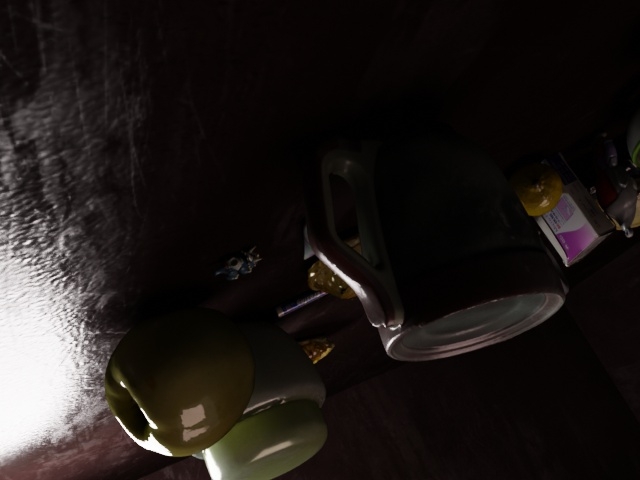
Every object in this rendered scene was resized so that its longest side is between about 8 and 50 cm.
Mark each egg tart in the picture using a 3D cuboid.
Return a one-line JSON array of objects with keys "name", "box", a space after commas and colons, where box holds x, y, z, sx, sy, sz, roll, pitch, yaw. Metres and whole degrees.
[{"name": "egg tart", "box": [0.073, 0.051, 1.315, 0.213, 0.090, 0.212, -28, 164, -9]}]

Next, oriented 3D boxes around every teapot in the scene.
[{"name": "teapot", "box": [0.122, -0.019, 0.887, 0.315, 0.312, 0.233, 0, 150, -30]}]

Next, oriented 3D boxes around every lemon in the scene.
[{"name": "lemon", "box": [0.431, -0.104, 1.354, 0.109, 0.109, 0.133, -32, 165, 14]}]

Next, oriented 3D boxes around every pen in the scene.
[{"name": "pen", "box": [-0.006, 0.115, 1.469, 0.204, 0.025, 0.025, -26, 161, -4]}]

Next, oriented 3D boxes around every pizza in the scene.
[{"name": "pizza", "box": [-0.122, 0.363, 1.876, 0.268, 0.087, 0.258, -7, 155, -50]}]

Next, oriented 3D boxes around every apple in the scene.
[{"name": "apple", "box": [-0.237, 0.241, 1.165, 0.263, 0.262, 0.262, -24, 160, -9]}]

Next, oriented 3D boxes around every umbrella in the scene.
[{"name": "umbrella", "box": [0.651, -0.157, 1.515, 0.273, 0.122, 0.110, -27, 118, 10]}]

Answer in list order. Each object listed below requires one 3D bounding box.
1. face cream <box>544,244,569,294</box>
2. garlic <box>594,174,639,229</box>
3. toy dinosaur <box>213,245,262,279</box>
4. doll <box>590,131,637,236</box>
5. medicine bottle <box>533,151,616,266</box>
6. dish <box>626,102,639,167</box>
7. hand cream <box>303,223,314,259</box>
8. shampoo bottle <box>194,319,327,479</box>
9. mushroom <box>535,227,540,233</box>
[{"name": "face cream", "box": [0.518, 0.154, 1.951, 0.357, 0.219, 0.312, -31, 167, 21]}, {"name": "garlic", "box": [0.737, -0.088, 1.583, 0.196, 0.151, 0.338, -22, -172, -18]}, {"name": "toy dinosaur", "box": [-0.137, 0.039, 1.098, 0.083, 0.030, 0.047, -25, 160, -8]}, {"name": "doll", "box": [0.600, -0.113, 1.377, 0.075, 0.227, 0.102, -11, 158, 3]}, {"name": "medicine bottle", "box": [0.522, -0.064, 1.434, 0.052, 0.201, 0.171, -25, 162, -14]}, {"name": "dish", "box": [0.720, -0.278, 1.273, 0.324, 0.124, 0.324, -17, 156, -8]}, {"name": "hand cream", "box": [0.000, 0.000, 1.169, 0.076, 0.047, 0.174, -29, 170, -4]}, {"name": "shampoo bottle", "box": [-0.152, 0.347, 1.463, 0.323, 0.317, 0.322, -19, 150, -11]}, {"name": "mushroom", "box": [0.474, 0.025, 1.762, 0.247, 0.096, 0.108, -10, 177, -33]}]
